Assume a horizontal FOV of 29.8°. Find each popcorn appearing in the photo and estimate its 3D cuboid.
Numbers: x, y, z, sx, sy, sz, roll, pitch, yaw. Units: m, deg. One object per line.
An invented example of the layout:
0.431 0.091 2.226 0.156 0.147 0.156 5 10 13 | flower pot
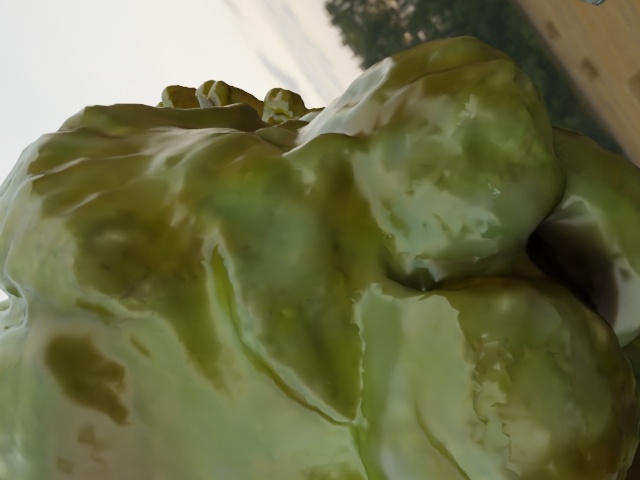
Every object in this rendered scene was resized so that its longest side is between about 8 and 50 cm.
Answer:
0.008 0.050 0.454 0.276 0.276 0.225 -18 -80 -76 | popcorn

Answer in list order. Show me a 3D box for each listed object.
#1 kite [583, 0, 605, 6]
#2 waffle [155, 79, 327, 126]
0.223 -0.243 0.763 0.016 0.229 0.127 33 -159 -41 | kite
0.000 0.000 0.790 0.293 0.069 0.260 16 150 37 | waffle
